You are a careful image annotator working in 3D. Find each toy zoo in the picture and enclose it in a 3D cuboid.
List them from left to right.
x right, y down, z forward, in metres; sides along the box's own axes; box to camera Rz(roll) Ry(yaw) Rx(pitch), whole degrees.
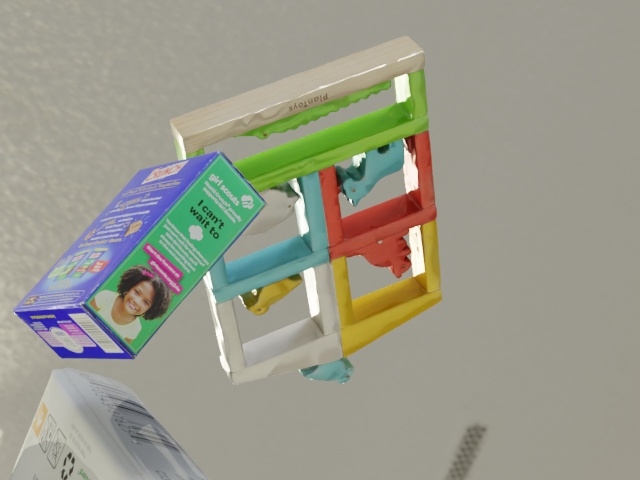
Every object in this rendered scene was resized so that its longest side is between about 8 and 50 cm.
[{"bbox_3d":[0.000,0.000,1.084,0.192,0.030,0.293,-22,-48,-15],"label":"toy zoo"}]

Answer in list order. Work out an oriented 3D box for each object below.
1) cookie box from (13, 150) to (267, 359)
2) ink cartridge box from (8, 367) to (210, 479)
[{"bbox_3d":[-0.091,0.008,0.702,0.040,0.092,0.107,49,-117,-20],"label":"cookie box"},{"bbox_3d":[-0.128,0.260,0.714,0.072,0.303,0.307,17,-82,-31],"label":"ink cartridge box"}]
